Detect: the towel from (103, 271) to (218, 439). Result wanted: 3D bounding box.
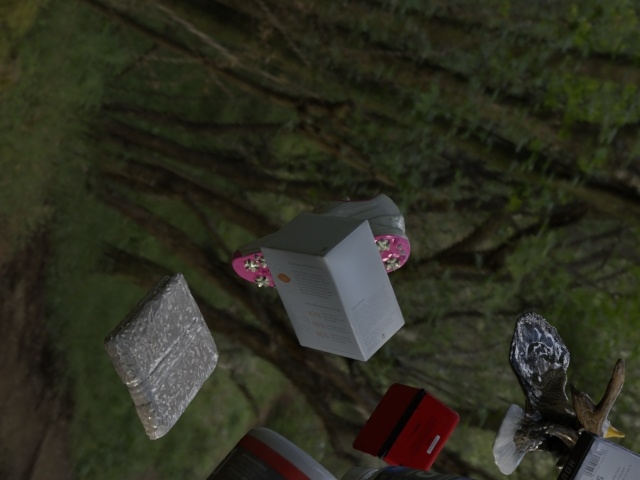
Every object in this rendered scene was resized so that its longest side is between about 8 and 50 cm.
[{"bbox_3d":[-0.261,0.183,1.721,0.049,0.187,0.282,-19,-166,21],"label":"towel"}]

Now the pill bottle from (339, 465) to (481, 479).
[{"bbox_3d":[0.080,0.230,0.863,0.137,0.078,0.078,-1,-127,44],"label":"pill bottle"}]

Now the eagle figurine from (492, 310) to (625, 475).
[{"bbox_3d":[0.341,0.257,1.532,0.226,0.225,0.298,-44,-163,-2],"label":"eagle figurine"}]

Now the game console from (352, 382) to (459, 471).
[{"bbox_3d":[0.148,0.332,1.792,0.144,0.124,0.085,-54,179,-20],"label":"game console"}]

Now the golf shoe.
[{"bbox_3d":[0.000,0.000,1.766,0.115,0.306,0.140,72,13,-50],"label":"golf shoe"}]

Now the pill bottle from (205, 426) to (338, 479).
[{"bbox_3d":[-0.119,0.429,1.271,0.363,0.210,0.210,-48,176,-18],"label":"pill bottle"}]

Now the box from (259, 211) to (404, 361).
[{"bbox_3d":[0.017,0.060,1.388,0.091,0.130,0.170,-39,122,-33],"label":"box"}]

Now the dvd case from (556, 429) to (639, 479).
[{"bbox_3d":[0.349,0.335,1.170,0.179,0.239,0.029,-63,-158,2],"label":"dvd case"}]
